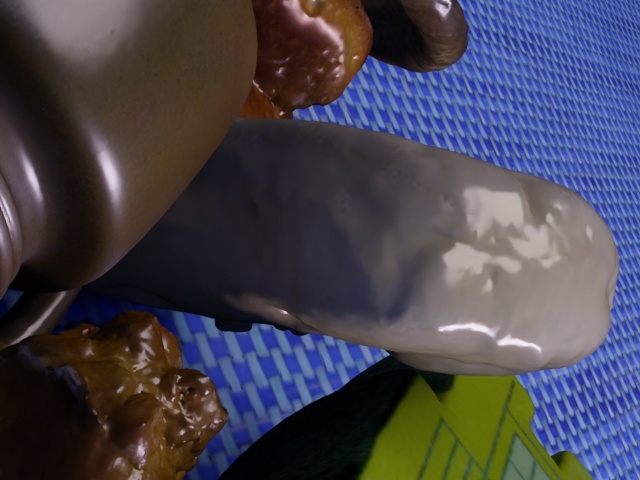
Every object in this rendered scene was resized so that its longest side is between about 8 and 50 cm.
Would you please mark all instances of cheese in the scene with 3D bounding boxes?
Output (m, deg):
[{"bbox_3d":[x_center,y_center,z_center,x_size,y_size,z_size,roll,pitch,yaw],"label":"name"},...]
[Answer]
[{"bbox_3d":[0.000,0.002,0.761,0.159,0.263,0.093,16,84,-52],"label":"cheese"}]

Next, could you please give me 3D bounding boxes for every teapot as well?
[{"bbox_3d":[-0.140,-0.044,0.619,0.175,0.186,0.267,-50,148,-32],"label":"teapot"}]

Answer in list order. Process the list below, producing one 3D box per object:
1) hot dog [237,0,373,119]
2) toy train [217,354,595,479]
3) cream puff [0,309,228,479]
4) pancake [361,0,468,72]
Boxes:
[{"bbox_3d":[-0.110,-0.156,0.820,0.349,0.158,0.117,39,5,-46],"label":"hot dog"},{"bbox_3d":[0.046,0.210,0.747,0.272,0.179,0.442,52,24,-8],"label":"toy train"},{"bbox_3d":[-0.090,0.084,0.644,0.094,0.116,0.122,28,66,-63],"label":"cream puff"},{"bbox_3d":[-0.040,-0.194,0.976,0.288,0.033,0.286,42,-8,-23],"label":"pancake"}]
